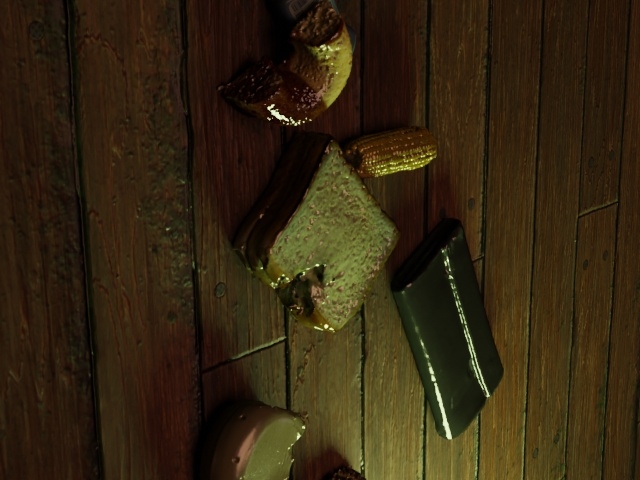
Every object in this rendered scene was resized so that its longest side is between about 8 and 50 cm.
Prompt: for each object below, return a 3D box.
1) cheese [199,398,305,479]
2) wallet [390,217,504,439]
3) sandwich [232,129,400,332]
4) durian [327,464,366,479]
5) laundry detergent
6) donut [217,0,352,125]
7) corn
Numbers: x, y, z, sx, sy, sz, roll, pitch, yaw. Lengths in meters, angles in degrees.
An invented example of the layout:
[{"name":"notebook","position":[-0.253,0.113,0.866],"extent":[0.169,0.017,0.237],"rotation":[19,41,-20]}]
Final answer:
[{"name":"cheese","position":[-0.118,0.354,1.803],"extent":[0.175,0.091,0.202],"rotation":[27,81,-50]},{"name":"wallet","position":[0.258,0.179,2.225],"extent":[0.228,0.062,0.406],"rotation":[-45,131,-33]},{"name":"sandwich","position":[-0.001,0.000,1.843],"extent":[0.273,0.095,0.249],"rotation":[50,62,-43]},{"name":"durian","position":[0.059,0.508,2.054],"extent":[0.148,0.091,0.188],"rotation":[-37,128,-38]},{"name":"laundry detergent","position":[-0.002,-0.334,1.777],"extent":[0.096,0.061,0.206],"rotation":[-57,137,-21]},{"name":"donut","position":[-0.027,-0.249,1.707],"extent":[0.217,0.085,0.141],"rotation":[-46,140,-5]},{"name":"corn","position":[0.124,-0.154,1.964],"extent":[0.238,0.080,0.080],"rotation":[-18,113,-48]}]
